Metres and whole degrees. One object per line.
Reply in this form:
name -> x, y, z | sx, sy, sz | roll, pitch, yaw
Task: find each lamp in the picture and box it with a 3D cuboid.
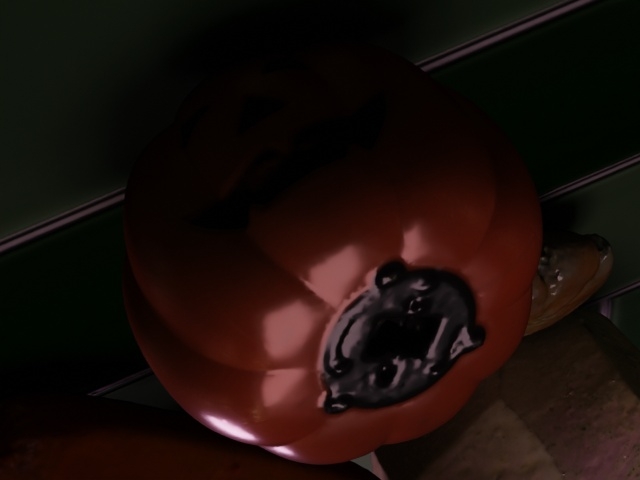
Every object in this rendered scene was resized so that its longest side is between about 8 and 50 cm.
lamp -> 0.000, 0.000, 0.841 | 0.188, 0.164, 0.187 | -16, 132, -19

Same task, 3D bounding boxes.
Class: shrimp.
shrimp -> 0.050, 0.054, 1.136 | 0.267, 0.061, 0.145 | -22, 166, -12

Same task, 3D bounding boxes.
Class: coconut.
coconut -> 0.143, 0.162, 1.276 | 0.237, 0.197, 0.237 | -30, 159, -13

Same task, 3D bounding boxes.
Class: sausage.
sausage -> -0.071, 0.151, 1.124 | 0.348, 0.094, 0.097 | 15, 179, -42
